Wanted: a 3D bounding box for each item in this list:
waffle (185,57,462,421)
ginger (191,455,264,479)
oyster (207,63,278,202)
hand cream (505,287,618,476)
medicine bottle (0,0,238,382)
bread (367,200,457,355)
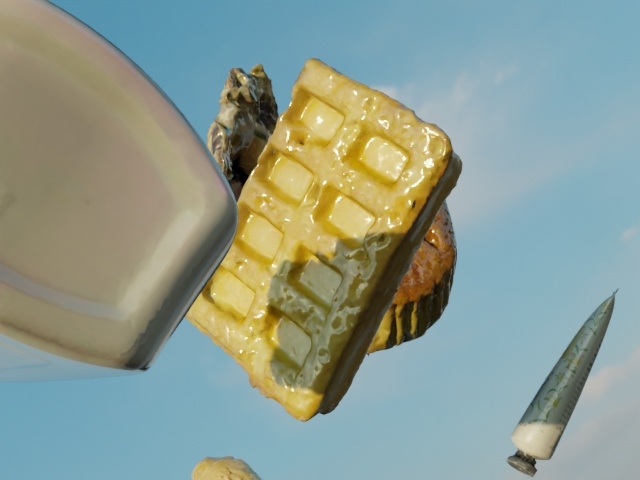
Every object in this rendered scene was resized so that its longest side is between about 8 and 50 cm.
[{"bbox_3d":[0.000,0.000,0.937,0.057,0.168,0.274,8,-68,-55],"label":"waffle"},{"bbox_3d":[-0.033,0.443,1.223,0.122,0.348,0.363,71,-147,-52],"label":"ginger"},{"bbox_3d":[-0.116,-0.051,1.390,0.107,0.355,0.201,3,-22,27],"label":"oyster"},{"bbox_3d":[0.234,0.133,1.047,0.195,0.042,0.067,-59,-15,-15],"label":"hand cream"},{"bbox_3d":[-0.177,-0.007,0.531,0.324,0.179,0.124,-18,37,60],"label":"medicine bottle"},{"bbox_3d":[0.057,0.012,1.394,0.227,0.253,0.142,0,-43,3],"label":"bread"}]
